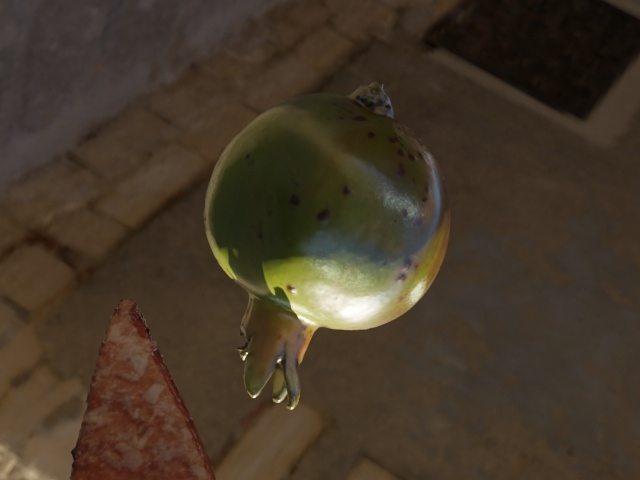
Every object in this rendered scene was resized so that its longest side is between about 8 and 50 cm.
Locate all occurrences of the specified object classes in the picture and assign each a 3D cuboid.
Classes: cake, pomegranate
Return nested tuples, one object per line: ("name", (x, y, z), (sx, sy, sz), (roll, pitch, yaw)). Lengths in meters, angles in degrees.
("cake", (-0.099, 0.142, 0.680), (0.117, 0.220, 0.086), (-24, 138, -11))
("pomegranate", (0.002, 0.003, 1.083), (0.198, 0.198, 0.246), (100, 4, -60))
